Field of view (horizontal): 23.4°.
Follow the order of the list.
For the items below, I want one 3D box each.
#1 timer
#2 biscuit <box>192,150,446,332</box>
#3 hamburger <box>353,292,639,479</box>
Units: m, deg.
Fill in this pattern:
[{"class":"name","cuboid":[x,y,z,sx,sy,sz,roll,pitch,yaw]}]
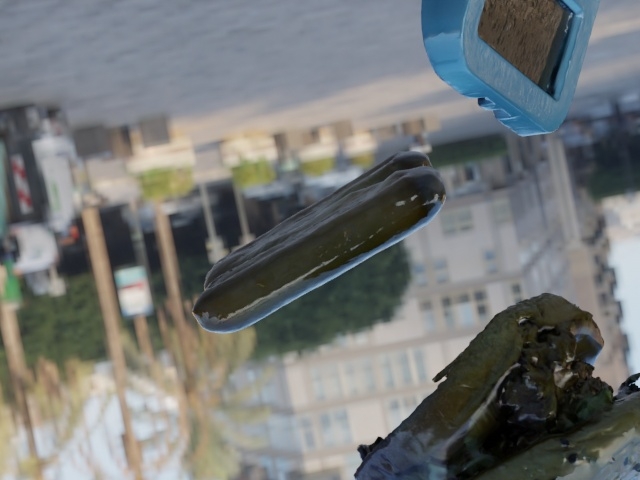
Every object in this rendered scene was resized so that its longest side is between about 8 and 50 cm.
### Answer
[{"class":"timer","cuboid":[0.160,-0.221,1.186,0.091,0.249,0.232,1,170,28]},{"class":"biscuit","cuboid":[0.000,0.000,1.649,0.291,0.062,0.237,-30,-171,3]},{"class":"hamburger","cuboid":[0.192,0.196,1.483,0.277,0.195,0.318,-45,158,28]}]
